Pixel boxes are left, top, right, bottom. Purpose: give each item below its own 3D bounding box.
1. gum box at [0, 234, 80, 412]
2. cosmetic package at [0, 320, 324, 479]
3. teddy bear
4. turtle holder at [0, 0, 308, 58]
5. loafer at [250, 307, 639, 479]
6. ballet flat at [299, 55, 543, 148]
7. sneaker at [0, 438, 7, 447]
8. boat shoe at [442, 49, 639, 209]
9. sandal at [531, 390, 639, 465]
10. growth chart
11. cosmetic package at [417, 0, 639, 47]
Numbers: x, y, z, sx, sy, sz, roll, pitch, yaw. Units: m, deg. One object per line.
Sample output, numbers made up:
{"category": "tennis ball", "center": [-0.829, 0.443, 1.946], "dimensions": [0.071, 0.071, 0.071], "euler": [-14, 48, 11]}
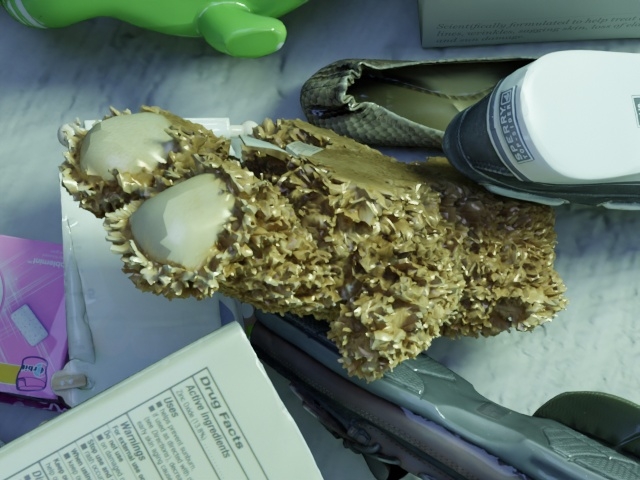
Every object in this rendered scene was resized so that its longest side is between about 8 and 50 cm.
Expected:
{"category": "gum box", "center": [-0.254, 0.051, 0.806], "dimensions": [0.188, 0.062, 0.107], "euler": [8, 72, 6]}
{"category": "cosmetic package", "center": [-0.148, 0.183, 0.659], "dimensions": [0.296, 0.129, 0.153], "euler": [-27, 88, -15]}
{"category": "teddy bear", "center": [0.000, 0.000, 0.721], "dimensions": [0.245, 0.338, 0.113], "euler": [30, 110, 33]}
{"category": "turtle holder", "center": [-0.091, -0.265, 0.835], "dimensions": [0.243, 0.320, 0.227], "euler": [15, 35, -23]}
{"category": "loafer", "center": [0.069, 0.133, 0.724], "dimensions": [0.302, 0.109, 0.095], "euler": [25, 99, 27]}
{"category": "ballet flat", "center": [0.109, -0.103, 0.839], "dimensions": [0.250, 0.058, 0.084], "euler": [3, 72, 5]}
{"category": "sneaker", "center": [-0.279, 0.183, 0.760], "dimensions": [0.229, 0.086, 0.132], "euler": [-8, 66, -10]}
{"category": "boat shoe", "center": [0.219, -0.067, 0.778], "dimensions": [0.301, 0.102, 0.108], "euler": [-5, 83, -31]}
{"category": "sandal", "center": [0.260, 0.199, 0.720], "dimensions": [0.303, 0.086, 0.120], "euler": [38, 83, 29]}
{"category": "growth chart", "center": [-0.105, 0.021, 0.793], "dimensions": [0.172, 0.021, 0.237], "euler": [5, 74, -26]}
{"category": "cosmetic package", "center": [0.171, -0.350, 0.871], "dimensions": [0.217, 0.156, 0.385], "euler": [0, 72, 4]}
